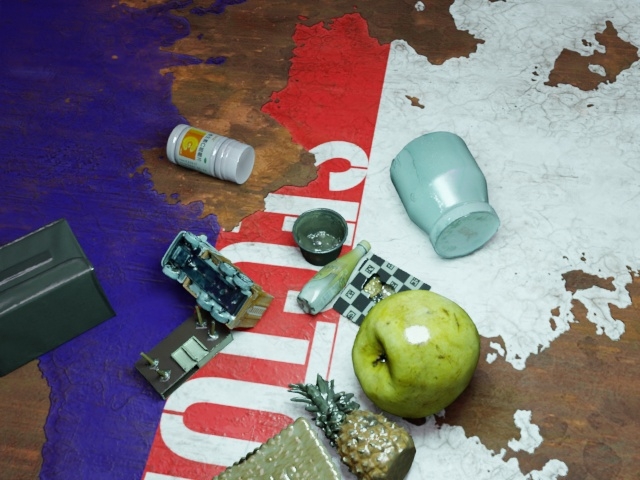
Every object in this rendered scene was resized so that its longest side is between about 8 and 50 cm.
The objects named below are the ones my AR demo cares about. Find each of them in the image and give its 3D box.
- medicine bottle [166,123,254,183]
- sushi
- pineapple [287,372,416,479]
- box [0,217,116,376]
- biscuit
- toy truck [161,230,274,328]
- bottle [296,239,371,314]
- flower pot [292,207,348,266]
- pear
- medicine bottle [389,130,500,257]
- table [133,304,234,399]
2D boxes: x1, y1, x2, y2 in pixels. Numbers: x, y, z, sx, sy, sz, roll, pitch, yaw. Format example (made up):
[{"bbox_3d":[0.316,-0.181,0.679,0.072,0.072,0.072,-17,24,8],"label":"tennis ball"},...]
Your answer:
[{"bbox_3d":[-0.341,-0.268,2.232,0.249,0.133,0.133,20,59,16],"label":"medicine bottle"},{"bbox_3d":[0.171,0.163,1.944,0.215,0.050,0.192,30,81,32],"label":"sushi"},{"bbox_3d":[0.061,0.443,1.708,0.340,0.169,0.169,31,63,30],"label":"pineapple"},{"bbox_3d":[-0.761,0.150,1.902,0.345,0.251,0.204,-28,58,-16],"label":"box"},{"bbox_3d":[-0.116,0.576,1.644,0.324,0.044,0.217,-35,63,-2],"label":"biscuit"},{"bbox_3d":[-0.276,0.106,1.947,0.305,0.162,0.136,37,96,26],"label":"toy truck"},{"bbox_3d":[0.044,0.093,1.984,0.083,0.083,0.269,33,60,24],"label":"bottle"},{"bbox_3d":[0.000,0.000,2.036,0.157,0.107,0.157,0,54,0],"label":"flower pot"},{"bbox_3d":[0.238,0.264,1.729,0.303,0.304,0.304,-2,55,3],"label":"pear"},{"bbox_3d":[0.352,-0.123,2.010,0.244,0.245,0.290,-15,55,-6],"label":"medicine bottle"},{"bbox_3d":[-0.361,0.275,1.868,0.121,0.111,0.240,38,66,25],"label":"table"}]
